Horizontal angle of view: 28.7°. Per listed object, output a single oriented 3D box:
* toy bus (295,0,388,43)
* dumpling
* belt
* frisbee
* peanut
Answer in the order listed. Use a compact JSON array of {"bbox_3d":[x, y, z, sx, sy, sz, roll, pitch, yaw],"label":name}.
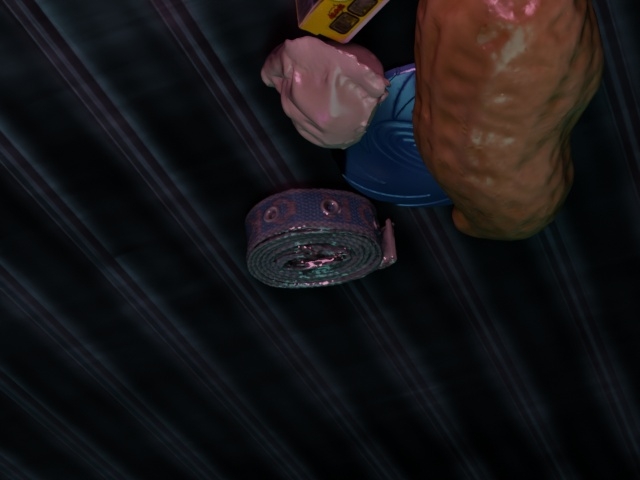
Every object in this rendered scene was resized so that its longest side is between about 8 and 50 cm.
[{"bbox_3d":[0.059,-0.281,1.168,0.074,0.081,0.226,21,135,-30],"label":"toy bus"},{"bbox_3d":[0.001,-0.157,1.292,0.127,0.108,0.188,18,170,-9],"label":"dumpling"},{"bbox_3d":[-0.009,0.002,1.519,0.163,0.082,0.147,-22,143,22],"label":"belt"},{"bbox_3d":[0.132,-0.109,1.425,0.242,0.045,0.242,-3,140,-2],"label":"frisbee"},{"bbox_3d":[0.188,-0.150,1.262,0.192,0.169,0.387,-26,140,-22],"label":"peanut"}]
